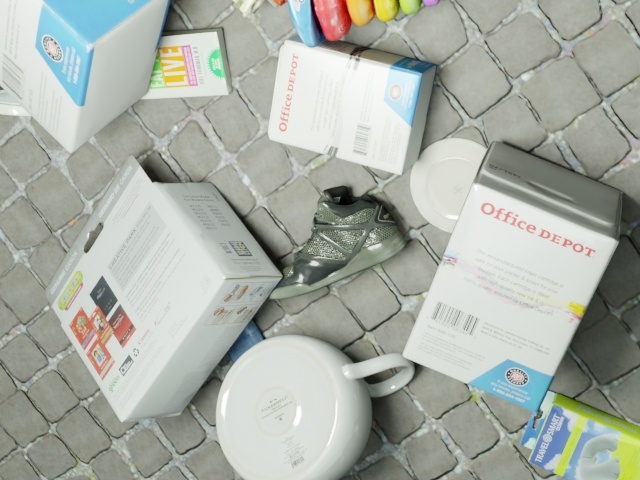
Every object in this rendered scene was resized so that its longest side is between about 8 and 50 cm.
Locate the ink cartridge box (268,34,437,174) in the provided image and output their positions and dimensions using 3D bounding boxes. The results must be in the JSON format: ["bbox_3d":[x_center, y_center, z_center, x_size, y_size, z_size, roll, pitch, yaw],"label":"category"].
[{"bbox_3d":[0.043,-0.193,1.891,0.203,0.086,0.148,17,113,15],"label":"ink cartridge box"}]

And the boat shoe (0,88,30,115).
[{"bbox_3d":[-0.411,-0.230,2.059,0.227,0.079,0.081,1,100,15],"label":"boat shoe"}]

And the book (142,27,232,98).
[{"bbox_3d":[-0.205,-0.258,1.995,0.144,0.035,0.096,-2,112,20],"label":"book"}]

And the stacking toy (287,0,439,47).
[{"bbox_3d":[0.110,-0.355,1.791,0.302,0.166,0.175,-4,104,9],"label":"stacking toy"}]

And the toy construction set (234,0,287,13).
[{"bbox_3d":[-0.193,-0.406,1.847,0.328,0.215,0.151,29,75,8],"label":"toy construction set"}]

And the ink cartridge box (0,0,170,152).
[{"bbox_3d":[-0.413,-0.359,1.876,0.395,0.166,0.285,43,152,7],"label":"ink cartridge box"}]

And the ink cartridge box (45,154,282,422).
[{"bbox_3d":[-0.246,0.067,2.045,0.272,0.130,0.309,52,120,27],"label":"ink cartridge box"}]

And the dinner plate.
[{"bbox_3d":[0.193,-0.075,1.918,0.141,0.017,0.141,7,112,17],"label":"dinner plate"}]

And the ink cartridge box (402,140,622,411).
[{"bbox_3d":[0.261,0.043,1.824,0.198,0.197,0.270,23,115,5],"label":"ink cartridge box"}]

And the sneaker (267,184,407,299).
[{"bbox_3d":[0.000,0.000,1.978,0.227,0.087,0.130,-26,96,23],"label":"sneaker"}]

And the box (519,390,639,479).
[{"bbox_3d":[0.383,0.296,1.963,0.178,0.042,0.109,22,114,11],"label":"box"}]

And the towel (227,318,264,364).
[{"bbox_3d":[-0.124,0.147,2.105,0.067,0.029,0.119,-25,97,26],"label":"towel"}]

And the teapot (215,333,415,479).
[{"bbox_3d":[-0.015,0.260,2.026,0.256,0.187,0.252,13,86,33],"label":"teapot"}]
